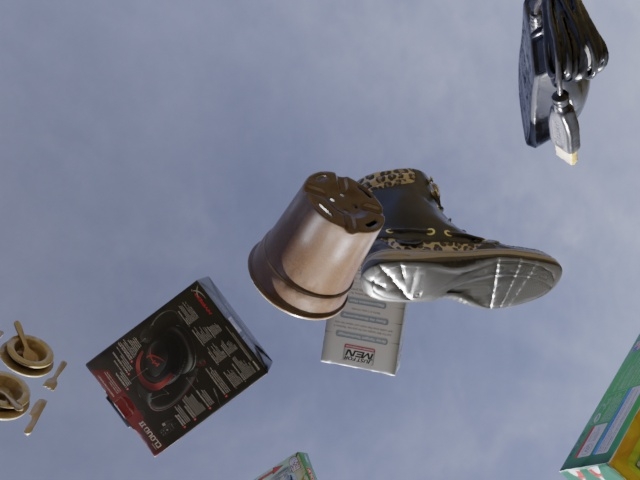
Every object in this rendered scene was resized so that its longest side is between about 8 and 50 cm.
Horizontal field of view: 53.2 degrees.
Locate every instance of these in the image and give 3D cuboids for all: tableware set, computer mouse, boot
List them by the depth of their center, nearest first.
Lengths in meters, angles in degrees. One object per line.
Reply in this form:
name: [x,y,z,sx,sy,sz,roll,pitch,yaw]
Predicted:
computer mouse: [0.213,-0.137,0.553,0.262,0.060,0.184,59,-152,-61]
tableware set: [-0.466,0.199,0.982,0.128,0.039,0.194,31,-163,-15]
boot: [0.242,-0.011,1.226,0.378,0.138,0.284,-1,-139,-8]

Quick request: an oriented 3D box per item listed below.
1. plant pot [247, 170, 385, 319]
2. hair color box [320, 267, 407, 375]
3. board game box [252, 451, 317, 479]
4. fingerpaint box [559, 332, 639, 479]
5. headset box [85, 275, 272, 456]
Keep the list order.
plant pot: [0.000,0.000,0.927,0.167,0.165,0.167,19,-142,-16]
hair color box: [0.126,0.124,1.575,0.113,0.186,0.374,3,-84,-78]
board game box: [-0.121,0.620,1.341,0.046,0.317,0.213,36,-159,-53]
fingerpaint box: [0.741,0.399,1.237,0.371,0.163,0.445,42,-118,6]
headset box: [-0.273,0.241,1.208,0.293,0.110,0.218,-38,-91,2]
